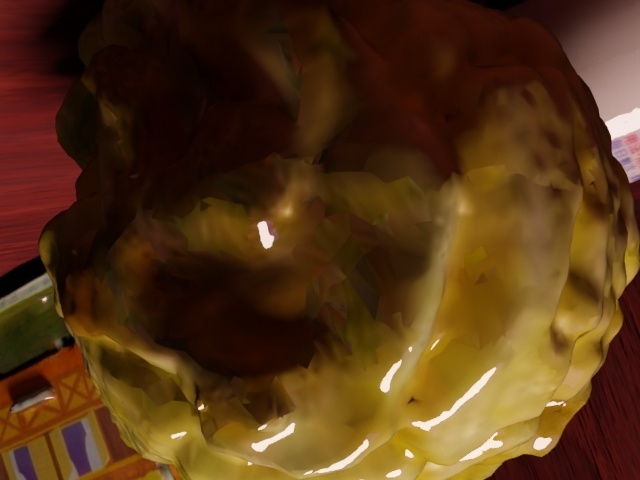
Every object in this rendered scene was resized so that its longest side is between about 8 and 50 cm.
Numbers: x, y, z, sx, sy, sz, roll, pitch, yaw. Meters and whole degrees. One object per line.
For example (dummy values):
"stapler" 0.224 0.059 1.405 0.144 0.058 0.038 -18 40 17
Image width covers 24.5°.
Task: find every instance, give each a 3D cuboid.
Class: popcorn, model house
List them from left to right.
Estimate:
"model house" -0.090 0.146 1.137 0.358 0.312 0.242 -27 171 33
"popcorn" -0.003 -0.001 0.648 0.293 0.293 0.237 -24 172 26

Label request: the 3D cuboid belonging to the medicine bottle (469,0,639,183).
"medicine bottle" 0.170 -0.101 0.774 0.341 0.130 0.130 -22 171 19
